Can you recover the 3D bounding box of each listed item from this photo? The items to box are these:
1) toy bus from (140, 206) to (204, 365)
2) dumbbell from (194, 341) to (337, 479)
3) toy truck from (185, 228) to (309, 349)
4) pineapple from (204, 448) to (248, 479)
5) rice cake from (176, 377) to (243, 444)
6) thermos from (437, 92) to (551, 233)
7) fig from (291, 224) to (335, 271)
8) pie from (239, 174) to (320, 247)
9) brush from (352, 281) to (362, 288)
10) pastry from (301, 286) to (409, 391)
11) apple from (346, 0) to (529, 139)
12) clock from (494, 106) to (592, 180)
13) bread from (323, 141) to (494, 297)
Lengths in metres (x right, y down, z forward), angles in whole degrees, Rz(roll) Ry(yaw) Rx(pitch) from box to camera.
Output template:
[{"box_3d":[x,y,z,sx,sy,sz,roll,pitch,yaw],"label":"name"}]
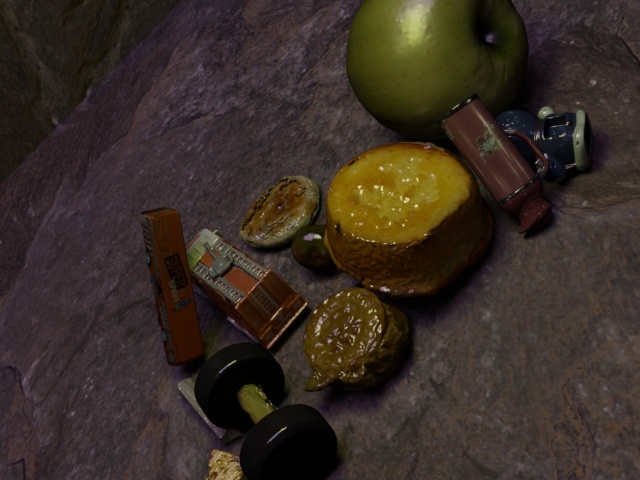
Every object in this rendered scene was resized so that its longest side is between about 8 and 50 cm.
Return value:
[{"box_3d":[-0.376,0.122,2.060,0.093,0.408,0.092,-16,14,-31],"label":"toy bus"},{"box_3d":[-0.124,0.383,1.759,0.204,0.203,0.322,-43,41,-5],"label":"dumbbell"},{"box_3d":[-0.225,0.103,2.089,0.173,0.207,0.387,-49,41,-11],"label":"toy truck"},{"box_3d":[-0.192,0.521,1.801,0.116,0.069,0.137,-29,50,3],"label":"pineapple"},{"box_3d":[-0.273,0.410,1.966,0.057,0.052,0.256,-22,33,-27],"label":"rice cake"},{"box_3d":[0.415,-0.174,1.836,0.136,0.330,0.109,-34,-3,-30],"label":"thermos"},{"box_3d":[0.004,0.018,2.099,0.133,0.185,0.126,-16,84,18],"label":"fig"},{"box_3d":[-0.113,-0.083,2.297,0.274,0.055,0.274,-23,37,19],"label":"pie"},{"box_3d":[0.042,0.176,1.972,0.193,0.016,0.063,-50,42,-13],"label":"brush"},{"box_3d":[0.085,0.231,1.819,0.240,0.132,0.235,-20,52,30],"label":"pastry"},{"box_3d":[0.285,-0.471,2.068,0.474,0.473,0.473,-20,44,21],"label":"apple"},{"box_3d":[0.509,-0.236,1.912,0.243,0.146,0.199,0,59,27],"label":"clock"},{"box_3d":[0.197,-0.056,1.874,0.398,0.215,0.398,-8,47,8],"label":"bread"}]
